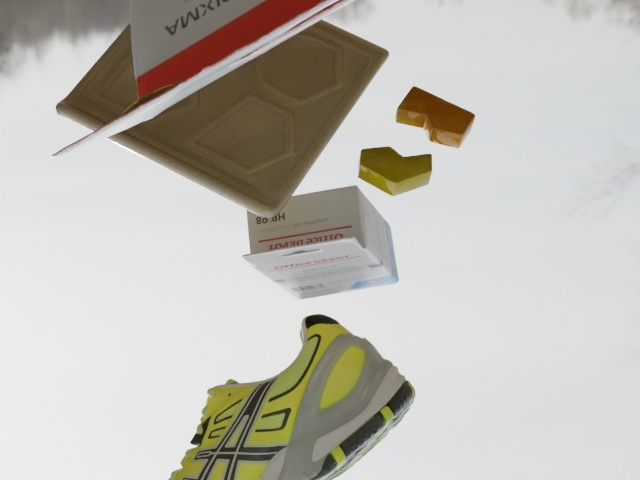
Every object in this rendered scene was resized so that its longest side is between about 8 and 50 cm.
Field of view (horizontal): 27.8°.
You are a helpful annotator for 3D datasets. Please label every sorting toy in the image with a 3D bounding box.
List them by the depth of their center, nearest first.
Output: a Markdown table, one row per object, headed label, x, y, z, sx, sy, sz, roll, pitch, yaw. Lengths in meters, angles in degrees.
| label | x | y | z | sx | sy | sz | roll | pitch | yaw |
| --- | --- | --- | --- | --- | --- | --- | --- | --- | --- |
| sorting toy | -0.039 | -0.112 | 1.106 | 0.307 | 0.041 | 0.229 | 27 | -125 | 12 |

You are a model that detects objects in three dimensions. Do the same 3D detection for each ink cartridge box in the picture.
| label | x | y | z | sx | sy | sz | roll | pitch | yaw |
| --- | --- | --- | --- | --- | --- | --- | --- | --- | --- |
| ink cartridge box | 0.015 | -0.186 | 0.745 | 0.308 | 0.091 | 0.385 | -27 | -172 | 17 |
| ink cartridge box | 0.000 | 0.000 | 1.155 | 0.104 | 0.060 | 0.180 | -10 | 164 | 12 |

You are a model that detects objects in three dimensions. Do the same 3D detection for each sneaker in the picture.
| label | x | y | z | sx | sy | sz | roll | pitch | yaw |
| --- | --- | --- | --- | --- | --- | --- | --- | --- | --- |
| sneaker | -0.087 | 0.233 | 1.329 | 0.384 | 0.147 | 0.145 | -38 | 166 | -8 |
